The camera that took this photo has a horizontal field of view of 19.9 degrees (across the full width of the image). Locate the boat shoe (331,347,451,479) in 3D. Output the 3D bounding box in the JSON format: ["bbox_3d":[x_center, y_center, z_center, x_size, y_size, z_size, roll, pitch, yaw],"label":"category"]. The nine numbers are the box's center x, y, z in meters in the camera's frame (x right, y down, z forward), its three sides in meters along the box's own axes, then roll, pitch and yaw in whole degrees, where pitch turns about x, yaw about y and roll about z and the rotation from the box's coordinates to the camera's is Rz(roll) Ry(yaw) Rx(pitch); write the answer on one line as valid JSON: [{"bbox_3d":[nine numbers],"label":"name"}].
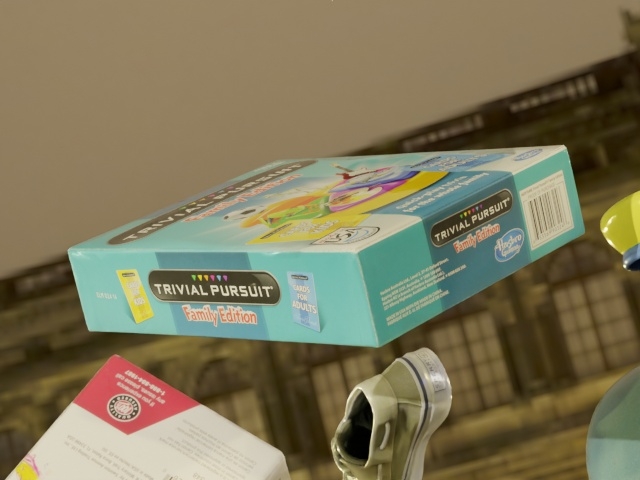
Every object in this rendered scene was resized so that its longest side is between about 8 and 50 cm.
[{"bbox_3d":[0.058,0.210,1.965,0.094,0.109,0.302,-14,-31,-20],"label":"boat shoe"}]

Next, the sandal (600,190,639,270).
[{"bbox_3d":[0.389,0.031,1.587,0.317,0.138,0.126,-1,-18,-23],"label":"sandal"}]

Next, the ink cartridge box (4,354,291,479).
[{"bbox_3d":[-0.199,0.296,1.772,0.306,0.226,0.131,-51,-27,-21],"label":"ink cartridge box"}]

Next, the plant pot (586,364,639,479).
[{"bbox_3d":[0.468,0.226,2.017,0.290,0.290,0.195,-7,-25,-25],"label":"plant pot"}]

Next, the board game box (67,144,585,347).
[{"bbox_3d":[0.000,0.000,1.475,0.336,0.079,0.254,0,19,45],"label":"board game box"}]
